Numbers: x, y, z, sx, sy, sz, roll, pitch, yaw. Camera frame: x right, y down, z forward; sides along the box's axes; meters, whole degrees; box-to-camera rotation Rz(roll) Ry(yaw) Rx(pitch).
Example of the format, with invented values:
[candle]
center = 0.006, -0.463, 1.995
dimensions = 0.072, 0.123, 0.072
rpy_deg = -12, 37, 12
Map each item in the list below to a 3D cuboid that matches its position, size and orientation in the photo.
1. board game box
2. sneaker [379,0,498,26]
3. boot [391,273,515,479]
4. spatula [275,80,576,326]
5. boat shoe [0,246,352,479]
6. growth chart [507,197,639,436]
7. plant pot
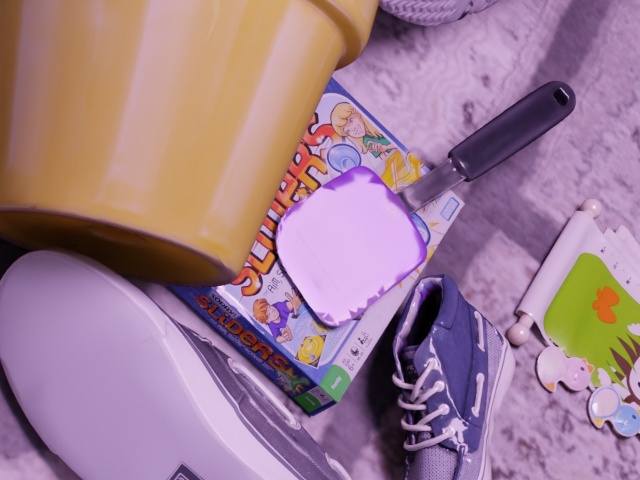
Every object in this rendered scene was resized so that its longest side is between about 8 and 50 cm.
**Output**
[board game box]
center = 0.000, 0.000, 1.310
dimensions = 0.136, 0.035, 0.201
rpy_deg = 42, 52, -11
[sneaker]
center = 0.108, -0.291, 1.397
dimensions = 0.366, 0.137, 0.210
rpy_deg = -28, 72, -41
[boot]
center = 0.071, 0.115, 1.275
dimensions = 0.086, 0.069, 0.190
rpy_deg = 49, 40, -32
[spatula]
center = 0.084, -0.044, 1.342
dimensions = 0.296, 0.030, 0.084
rpy_deg = -35, 88, -39
[boat shoe]
center = -0.070, 0.117, 1.178
dimensions = 0.301, 0.108, 0.102
rpy_deg = 42, 19, 4
[growth chart]
center = 0.250, 0.080, 1.450
dimensions = 0.237, 0.021, 0.172
rpy_deg = 35, 56, -15
[plant pot]
center = -0.100, -0.107, 1.174
dimensions = 0.254, 0.254, 0.239
rpy_deg = 18, 76, -26
